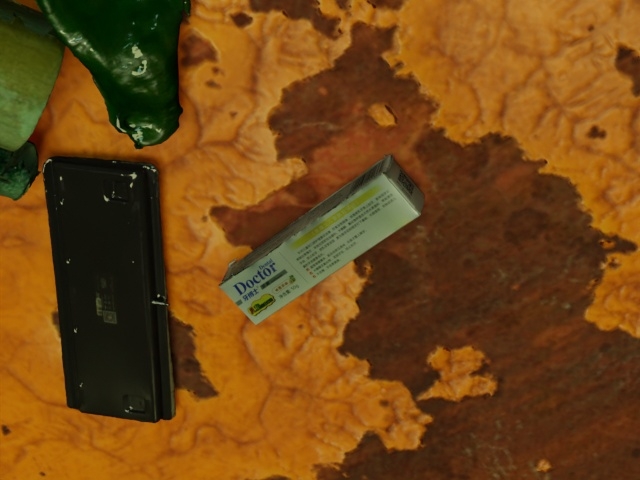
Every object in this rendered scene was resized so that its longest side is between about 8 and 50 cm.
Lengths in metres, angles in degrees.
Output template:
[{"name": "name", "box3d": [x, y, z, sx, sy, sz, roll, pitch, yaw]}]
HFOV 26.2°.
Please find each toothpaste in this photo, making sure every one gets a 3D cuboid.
[{"name": "toothpaste", "box3d": [0.000, 0.000, 0.995, 0.164, 0.034, 0.046, -35, 108, 25]}]

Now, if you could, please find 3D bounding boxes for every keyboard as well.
[{"name": "keyboard", "box3d": [-0.158, 0.041, 1.054, 0.094, 0.025, 0.230, 6, 119, 10]}]

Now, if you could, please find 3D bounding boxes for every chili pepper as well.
[{"name": "chili pepper", "box3d": [-0.143, -0.155, 0.914, 0.108, 0.062, 0.216, -27, 123, -21]}]

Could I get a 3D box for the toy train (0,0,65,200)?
[{"name": "toy train", "box3d": [-0.311, -0.111, 0.897, 0.307, 0.126, 0.189, 20, 134, -28]}]
